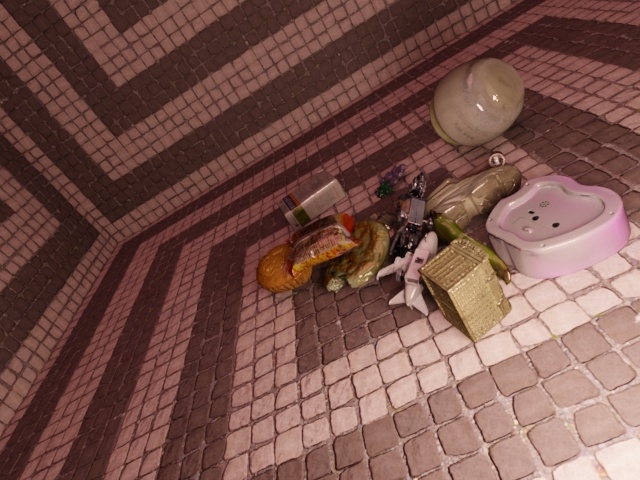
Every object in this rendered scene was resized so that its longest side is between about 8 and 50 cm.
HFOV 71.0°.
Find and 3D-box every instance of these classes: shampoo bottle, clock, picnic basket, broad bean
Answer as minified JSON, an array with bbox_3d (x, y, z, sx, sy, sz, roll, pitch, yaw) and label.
[{"bbox_3d":[0.605,-0.535,1.750,0.322,0.322,0.317,-43,8,-15],"label":"shampoo bottle"},{"bbox_3d":[0.630,-0.051,1.213,0.339,0.102,0.338,-26,29,15],"label":"clock"},{"bbox_3d":[0.371,0.118,1.126,0.154,0.196,0.134,-36,27,-5],"label":"picnic basket"},{"bbox_3d":[0.420,0.014,1.301,0.061,0.077,0.339,-14,44,-34],"label":"broad bean"}]

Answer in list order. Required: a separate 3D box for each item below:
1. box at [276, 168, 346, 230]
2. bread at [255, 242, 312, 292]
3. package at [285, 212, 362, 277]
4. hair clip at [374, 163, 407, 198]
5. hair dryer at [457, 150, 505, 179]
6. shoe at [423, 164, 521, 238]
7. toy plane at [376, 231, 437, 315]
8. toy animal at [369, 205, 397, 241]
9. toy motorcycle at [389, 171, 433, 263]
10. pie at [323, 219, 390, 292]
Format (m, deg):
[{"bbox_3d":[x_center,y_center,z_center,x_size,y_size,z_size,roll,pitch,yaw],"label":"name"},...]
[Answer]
[{"bbox_3d":[-0.049,-0.199,2.172,0.299,0.106,0.200,-36,27,0],"label":"box"},{"bbox_3d":[-0.134,0.111,1.738,0.240,0.139,0.240,-26,30,16],"label":"bread"},{"bbox_3d":[-0.001,-0.003,1.610,0.288,0.108,0.223,-21,32,8],"label":"package"},{"bbox_3d":[0.307,-0.255,1.953,0.195,0.052,0.124,-53,22,-15],"label":"hair clip"},{"bbox_3d":[0.549,-0.243,1.597,0.220,0.053,0.195,-31,0,24],"label":"hair dryer"},{"bbox_3d":[0.486,-0.164,1.511,0.342,0.132,0.210,-34,30,9],"label":"shoe"},{"bbox_3d":[0.290,0.082,1.302,0.251,0.101,0.255,12,71,29],"label":"toy plane"},{"bbox_3d":[0.263,-0.075,1.649,0.155,0.095,0.219,-25,29,39],"label":"toy animal"},{"bbox_3d":[0.296,-0.068,1.482,0.173,0.108,0.307,112,172,-71],"label":"toy motorcycle"},{"bbox_3d":[0.126,0.051,1.572,0.302,0.067,0.302,-39,28,26],"label":"pie"}]
